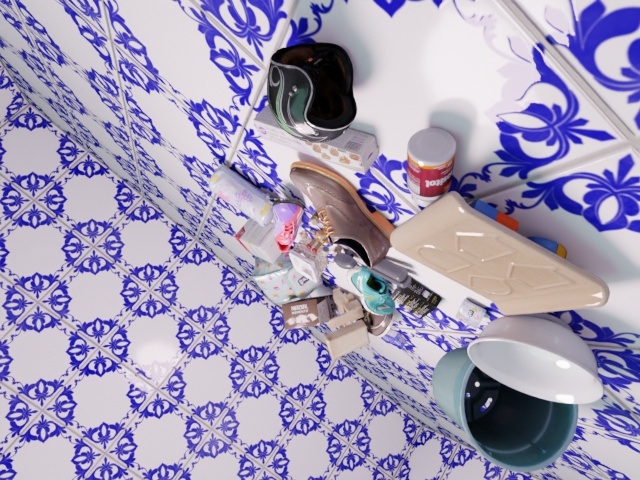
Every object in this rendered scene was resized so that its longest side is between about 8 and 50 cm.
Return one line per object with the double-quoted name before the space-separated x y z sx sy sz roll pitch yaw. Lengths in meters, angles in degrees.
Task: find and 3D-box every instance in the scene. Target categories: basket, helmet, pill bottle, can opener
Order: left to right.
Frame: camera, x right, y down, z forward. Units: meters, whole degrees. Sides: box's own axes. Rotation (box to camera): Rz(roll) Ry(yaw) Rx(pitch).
"basket" -0.041 0.073 1.677 0.113 0.103 0.167 30 160 21
"helmet" -0.017 -0.265 0.784 0.169 0.169 0.162 25 141 33
"can opener" 0.159 0.093 1.378 0.283 0.095 0.076 27 160 45
"pill bottle" 0.208 -0.132 0.803 0.086 0.086 0.152 28 159 25

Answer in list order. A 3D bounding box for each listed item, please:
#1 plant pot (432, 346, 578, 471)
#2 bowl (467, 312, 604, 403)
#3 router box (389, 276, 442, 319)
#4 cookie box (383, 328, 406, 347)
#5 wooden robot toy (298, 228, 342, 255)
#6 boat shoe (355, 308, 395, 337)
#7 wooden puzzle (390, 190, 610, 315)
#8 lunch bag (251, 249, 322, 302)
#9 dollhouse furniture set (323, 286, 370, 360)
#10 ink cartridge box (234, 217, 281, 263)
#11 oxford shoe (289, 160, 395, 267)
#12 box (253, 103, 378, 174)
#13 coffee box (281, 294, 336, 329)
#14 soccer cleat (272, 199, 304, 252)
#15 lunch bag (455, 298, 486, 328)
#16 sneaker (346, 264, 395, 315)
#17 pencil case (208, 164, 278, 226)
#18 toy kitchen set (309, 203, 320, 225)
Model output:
"plant pot" 0.521 0.471 1.303 0.341 0.341 0.334 38 168 0
"bowl" 0.529 0.266 1.038 0.297 0.134 0.298 24 153 13
"router box" 0.314 0.193 1.413 0.133 0.046 0.179 35 160 10
"cookie box" 0.332 0.446 1.961 0.107 0.040 0.092 15 150 48
"wooden robot toy" 0.000 0.000 1.499 0.173 0.076 0.079 34 150 9
"boat shoe" 0.226 0.338 1.799 0.096 0.117 0.324 35 166 -1
"wooden puzzle" 0.352 0.030 0.893 0.347 0.081 0.322 32 162 -4
"lunch bag" -0.139 0.154 1.891 0.262 0.160 0.223 -12 136 16
"dollhouse furniture set" 0.055 0.321 1.840 0.355 0.173 0.303 -127 19 -56
"ink cartridge box" -0.251 -0.004 1.831 0.176 0.128 0.127 22 155 40
"oxford shoe" 0.045 -0.072 1.151 0.363 0.133 0.130 39 161 -2
"box" -0.017 -0.241 0.983 0.324 0.067 0.063 25 157 30
"coffee box" -0.046 0.328 1.970 0.168 0.119 0.297 -10 174 15
"soccer cleat" -0.117 -0.050 1.468 0.108 0.117 0.318 4 163 -6
"lunch bag" 0.438 0.211 1.230 0.071 0.053 0.083 29 150 20
"sneaker" 0.197 0.186 1.515 0.110 0.107 0.275 2 145 46
"pencil case" -0.275 -0.163 1.538 0.273 0.113 0.124 33 154 13
"toy kitchen set" 0.015 -0.075 1.297 0.075 0.068 0.083 21 155 40
